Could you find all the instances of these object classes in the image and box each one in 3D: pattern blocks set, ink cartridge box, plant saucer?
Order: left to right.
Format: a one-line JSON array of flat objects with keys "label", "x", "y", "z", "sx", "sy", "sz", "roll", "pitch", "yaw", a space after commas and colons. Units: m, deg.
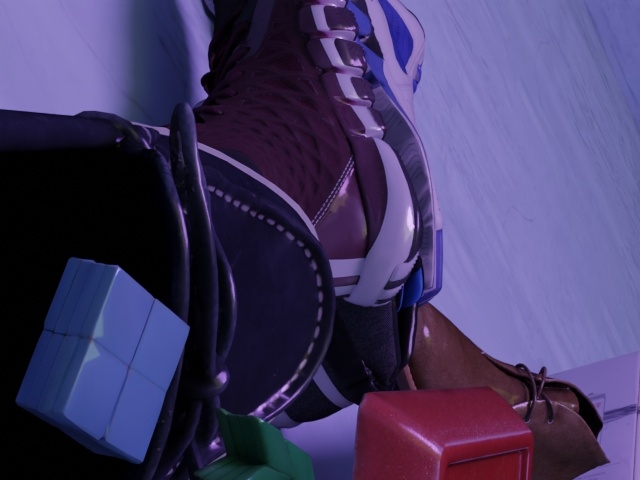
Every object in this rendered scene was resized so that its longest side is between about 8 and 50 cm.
[{"label": "pattern blocks set", "x": -0.084, "y": 0.184, "z": 0.409, "sx": 0.325, "sy": 0.026, "sz": 0.285, "roll": -66, "pitch": 149, "yaw": -27}, {"label": "plant saucer", "x": 0.082, "y": 0.226, "z": 0.920, "sx": 0.259, "sy": 0.047, "sz": 0.259, "roll": 11, "pitch": 83, "yaw": -65}, {"label": "ink cartridge box", "x": 0.295, "y": 0.273, "z": 1.414, "sx": 0.207, "sy": 0.117, "sz": 0.283, "roll": 65, "pitch": 23, "yaw": -19}]

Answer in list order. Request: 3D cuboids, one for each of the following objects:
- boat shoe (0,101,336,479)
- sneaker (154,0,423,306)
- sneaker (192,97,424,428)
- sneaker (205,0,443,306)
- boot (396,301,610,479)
[{"label": "boat shoe", "x": -0.102, "y": 0.038, "z": 0.520, "sx": 0.500, "sy": 0.156, "sz": 0.187, "roll": 8, "pitch": 90, "yaw": -64}, {"label": "sneaker", "x": -0.059, "y": -0.082, "z": 0.829, "sx": 0.106, "sy": 0.162, "sz": 0.281, "roll": 112, "pitch": -36, "yaw": -48}, {"label": "sneaker", "x": 0.000, "y": 0.000, "z": 0.903, "sx": 0.079, "sy": 0.121, "sz": 0.217, "roll": -3, "pitch": 77, "yaw": -69}, {"label": "sneaker", "x": 0.030, "y": -0.098, "z": 1.044, "sx": 0.182, "sy": 0.127, "sz": 0.316, "roll": -2, "pitch": 74, "yaw": -65}, {"label": "boot", "x": 0.147, "y": 0.121, "z": 1.180, "sx": 0.305, "sy": 0.115, "sz": 0.112, "roll": 46, "pitch": 36, "yaw": -47}]
